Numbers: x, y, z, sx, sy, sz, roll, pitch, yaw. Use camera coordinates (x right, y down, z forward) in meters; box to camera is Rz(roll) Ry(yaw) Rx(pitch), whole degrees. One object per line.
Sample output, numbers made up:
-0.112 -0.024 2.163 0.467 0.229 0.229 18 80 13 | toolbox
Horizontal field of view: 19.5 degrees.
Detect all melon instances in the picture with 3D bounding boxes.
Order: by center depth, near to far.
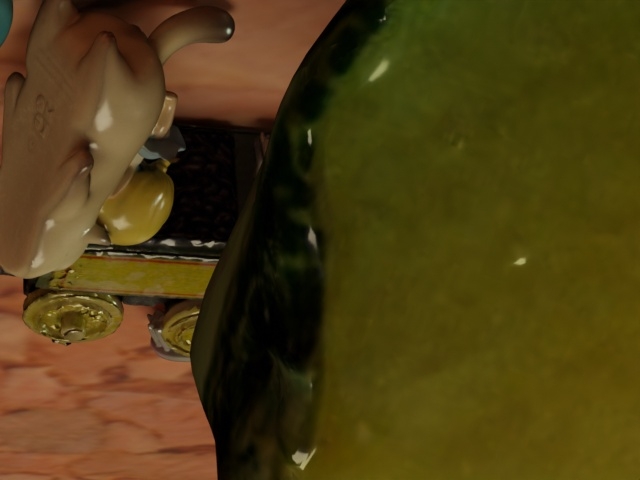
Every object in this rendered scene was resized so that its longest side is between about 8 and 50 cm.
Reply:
0.157 -0.003 0.410 0.343 0.226 0.331 15 156 -8 | melon

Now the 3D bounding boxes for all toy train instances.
0.000 0.000 0.581 0.202 0.060 0.081 4 149 -17 | toy train

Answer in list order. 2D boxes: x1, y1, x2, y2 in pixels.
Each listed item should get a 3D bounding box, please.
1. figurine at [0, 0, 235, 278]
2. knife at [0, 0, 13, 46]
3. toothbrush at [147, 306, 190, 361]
-0.056 -0.026 0.501 0.050 0.047 0.083 4 125 -34 | figurine
-0.163 -0.030 0.519 0.064 0.031 0.222 14 153 -43 | knife
0.076 0.022 0.688 0.286 0.020 0.025 -6 151 7 | toothbrush
